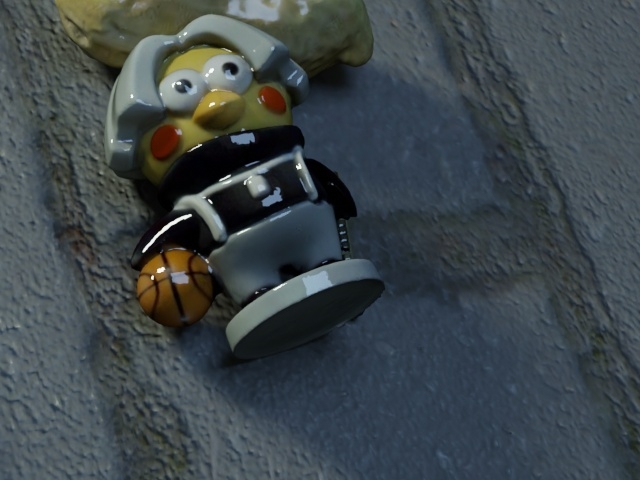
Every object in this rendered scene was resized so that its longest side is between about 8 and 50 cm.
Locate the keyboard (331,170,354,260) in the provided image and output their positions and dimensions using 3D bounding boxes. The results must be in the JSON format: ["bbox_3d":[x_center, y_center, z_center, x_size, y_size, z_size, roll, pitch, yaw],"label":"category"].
[{"bbox_3d":[0.000,0.000,1.458,0.049,0.015,0.129,6,55,-22],"label":"keyboard"}]

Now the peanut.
[{"bbox_3d":[-0.075,-0.176,1.489,0.263,0.101,0.117,8,74,-22],"label":"peanut"}]

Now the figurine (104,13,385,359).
[{"bbox_3d":[-0.069,-0.039,1.380,0.176,0.133,0.236,-20,73,-15],"label":"figurine"}]
